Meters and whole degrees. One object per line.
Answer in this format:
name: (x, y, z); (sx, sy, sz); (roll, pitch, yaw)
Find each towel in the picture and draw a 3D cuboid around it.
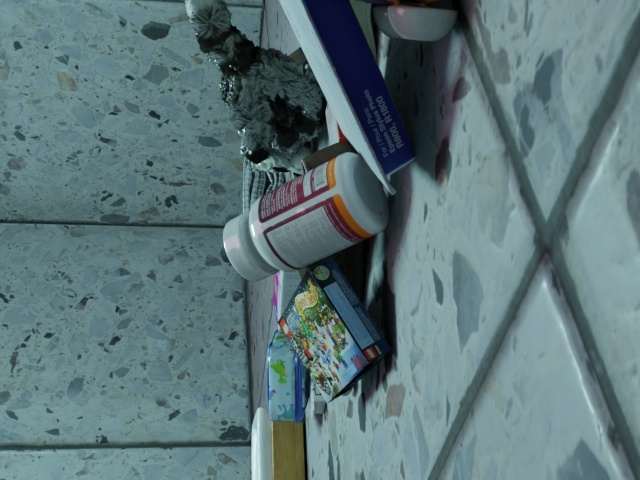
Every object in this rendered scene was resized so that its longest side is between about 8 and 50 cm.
towel: (-0.140, -0.071, 2.180); (0.235, 0.121, 0.284); (84, -175, -65)

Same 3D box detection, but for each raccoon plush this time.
raccoon plush: (-0.135, -0.343, 1.801); (0.299, 0.216, 0.447); (-178, 66, -81)

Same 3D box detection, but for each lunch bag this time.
lunch bag: (-0.068, 0.295, 1.767); (0.219, 0.090, 0.176); (-69, -20, -82)

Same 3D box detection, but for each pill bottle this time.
pill bottle: (-0.023, -0.027, 1.141); (0.121, 0.221, 0.121); (41, -144, -39)

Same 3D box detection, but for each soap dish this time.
soap dish: (-0.102, 0.557, 1.962); (0.229, 0.118, 0.291); (110, 160, -63)

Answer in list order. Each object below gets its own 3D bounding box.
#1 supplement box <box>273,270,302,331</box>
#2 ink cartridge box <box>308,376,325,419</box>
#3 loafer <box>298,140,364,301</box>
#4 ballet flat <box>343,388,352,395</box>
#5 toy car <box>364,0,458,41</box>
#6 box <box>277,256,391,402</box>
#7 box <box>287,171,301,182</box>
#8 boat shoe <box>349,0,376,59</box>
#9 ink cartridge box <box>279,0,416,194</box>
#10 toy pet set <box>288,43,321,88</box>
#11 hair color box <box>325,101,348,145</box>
supplement box: (-0.028, 0.059, 1.582); (0.111, 0.113, 0.220); (-111, 22, -64)
ink cartridge box: (-0.007, 0.325, 1.665); (0.048, 0.028, 0.083); (99, 169, -45)
loafer: (0.000, 0.000, 1.305); (0.134, 0.130, 0.366); (-115, 27, -57)
ballet flat: (0.027, 0.194, 1.403); (0.052, 0.057, 0.168); (59, -159, -48)
toy car: (0.076, -0.301, 0.873); (0.182, 0.136, 0.159); (-118, 30, -72)
box: (0.013, 0.143, 1.221); (0.159, 0.044, 0.233); (56, 155, 14)
box: (-0.056, -0.112, 2.019); (0.207, 0.036, 0.114); (-100, 14, -50)
boat shoe: (0.045, -0.366, 1.256); (0.079, 0.084, 0.233); (-135, 44, -77)
ink cartridge box: (0.019, -0.250, 1.017); (0.324, 0.071, 0.330); (63, 180, -22)
toy pet set: (-0.017, -0.383, 1.798); (0.114, 0.065, 0.122); (52, 172, 0)
hair color box: (0.040, -0.201, 1.397); (0.072, 0.043, 0.141); (102, 165, -50)
